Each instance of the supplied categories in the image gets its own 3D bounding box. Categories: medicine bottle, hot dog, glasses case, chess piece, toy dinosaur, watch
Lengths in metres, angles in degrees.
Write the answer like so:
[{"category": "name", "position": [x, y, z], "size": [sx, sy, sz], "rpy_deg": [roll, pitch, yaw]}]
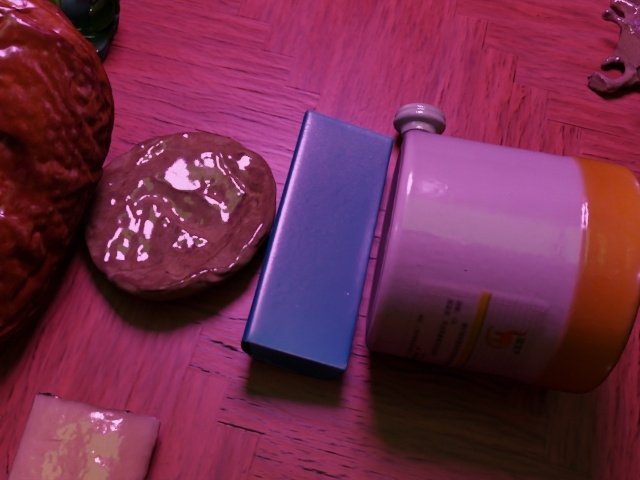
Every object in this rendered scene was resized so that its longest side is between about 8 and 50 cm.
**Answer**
[{"category": "medicine bottle", "position": [0.176, 0.020, 0.749], "size": [0.231, 0.238, 0.238], "rpy_deg": [10, 64, 3]}, {"category": "hot dog", "position": [-0.372, -0.073, 0.748], "size": [0.267, 0.174, 0.388], "rpy_deg": [22, 87, -20]}, {"category": "glasses case", "position": [-0.002, 0.000, 0.837], "size": [0.117, 0.070, 0.301], "rpy_deg": [18, 65, -8]}, {"category": "chess piece", "position": [0.121, -0.112, 0.910], "size": [0.067, 0.067, 0.103], "rpy_deg": [7, 73, 0]}, {"category": "toy dinosaur", "position": [0.481, -0.247, 0.994], "size": [0.200, 0.072, 0.251], "rpy_deg": [-35, 61, -29]}, {"category": "watch", "position": [-0.338, -0.314, 0.929], "size": [0.165, 0.152, 0.131], "rpy_deg": [0, 67, -5]}]

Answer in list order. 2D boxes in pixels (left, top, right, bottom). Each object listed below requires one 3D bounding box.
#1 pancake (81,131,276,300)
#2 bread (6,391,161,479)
[{"category": "pancake", "position": [-0.169, -0.032, 0.859], "size": [0.241, 0.050, 0.242], "rpy_deg": [0, 55, 0]}, {"category": "bread", "position": [-0.243, 0.247, 0.707], "size": [0.139, 0.060, 0.178], "rpy_deg": [8, 63, 0]}]
